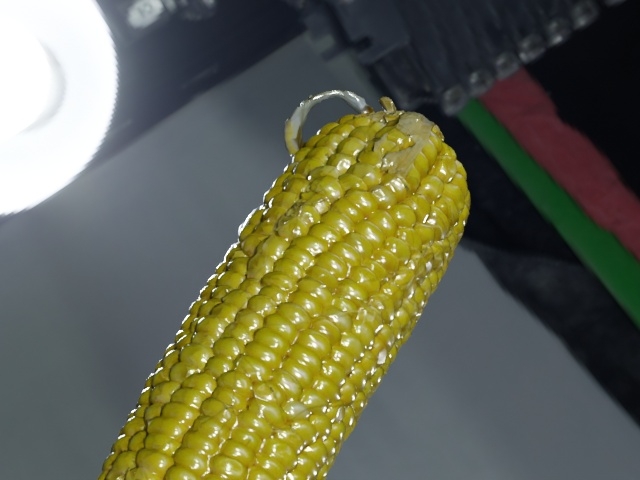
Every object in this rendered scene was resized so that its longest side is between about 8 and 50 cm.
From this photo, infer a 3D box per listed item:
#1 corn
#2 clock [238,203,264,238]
[{"bbox_3d":[-0.017,0.050,0.558,0.106,0.293,0.106,21,-34,15],"label":"corn"},{"bbox_3d":[0.000,0.001,1.358,0.117,0.176,0.080,-65,168,-61],"label":"clock"}]
